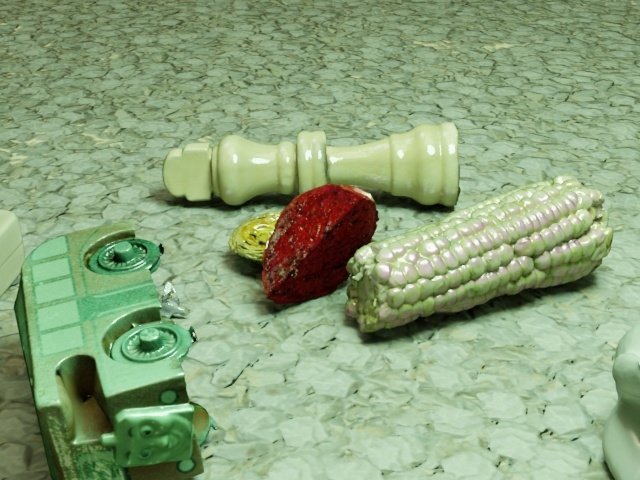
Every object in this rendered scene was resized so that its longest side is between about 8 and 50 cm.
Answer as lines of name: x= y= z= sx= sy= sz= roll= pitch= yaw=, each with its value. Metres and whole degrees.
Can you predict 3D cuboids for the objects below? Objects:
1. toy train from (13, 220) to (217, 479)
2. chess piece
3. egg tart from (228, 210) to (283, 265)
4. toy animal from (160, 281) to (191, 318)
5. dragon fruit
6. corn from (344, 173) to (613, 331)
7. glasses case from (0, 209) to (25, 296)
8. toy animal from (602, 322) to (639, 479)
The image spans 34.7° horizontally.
toy train: x=-0.200 y=0.100 z=0.963 sx=0.159 sy=0.129 sz=0.326 roll=-12 pitch=32 yaw=-13
chess piece: x=-0.015 y=-0.097 z=1.381 sx=0.397 sy=0.117 sz=0.117 roll=-2 pitch=27 yaw=0
egg tart: x=-0.049 y=0.003 z=1.247 sx=0.129 sy=0.049 sz=0.128 roll=-5 pitch=26 yaw=3
toy animal: x=-0.167 y=0.071 z=1.132 sx=0.050 sy=0.028 sz=0.084 roll=0 pitch=26 yaw=19
dragon fruit: x=0.000 y=0.000 z=1.160 sx=0.083 sy=0.162 sz=0.106 roll=45 pitch=11 yaw=34
corn: x=0.179 y=0.016 z=1.154 sx=0.335 sy=0.126 sz=0.126 roll=-16 pitch=31 yaw=-21
glasses case: x=-0.526 y=0.016 z=1.189 sx=0.337 sy=0.076 sz=0.144 roll=4 pitch=28 yaw=8
toy animal: x=0.349 y=0.141 z=0.890 sx=0.193 sy=0.127 sz=0.178 roll=12 pitch=31 yaw=18
